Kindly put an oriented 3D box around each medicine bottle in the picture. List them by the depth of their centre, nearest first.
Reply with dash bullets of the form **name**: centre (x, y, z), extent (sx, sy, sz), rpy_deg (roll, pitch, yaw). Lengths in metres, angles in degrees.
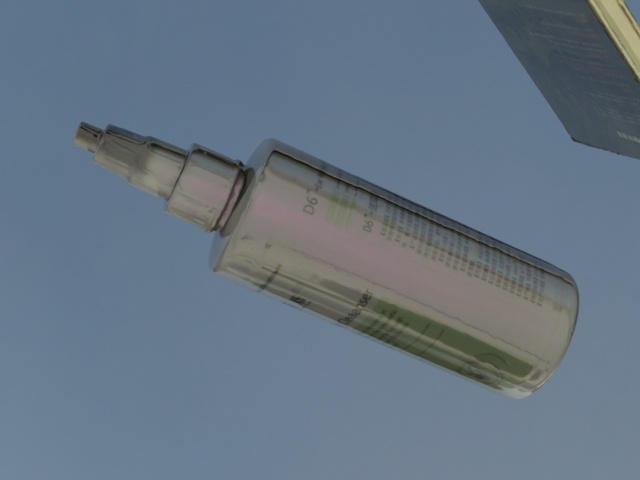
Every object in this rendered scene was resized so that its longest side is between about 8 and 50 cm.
- **medicine bottle**: centre (0.000, 0.000, 0.426), extent (0.199, 0.057, 0.057), rpy_deg (24, -74, -13)

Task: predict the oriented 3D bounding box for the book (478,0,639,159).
- **book**: centre (0.185, -0.144, 0.829), extent (0.024, 0.160, 0.228), rpy_deg (-46, -61, -8)
